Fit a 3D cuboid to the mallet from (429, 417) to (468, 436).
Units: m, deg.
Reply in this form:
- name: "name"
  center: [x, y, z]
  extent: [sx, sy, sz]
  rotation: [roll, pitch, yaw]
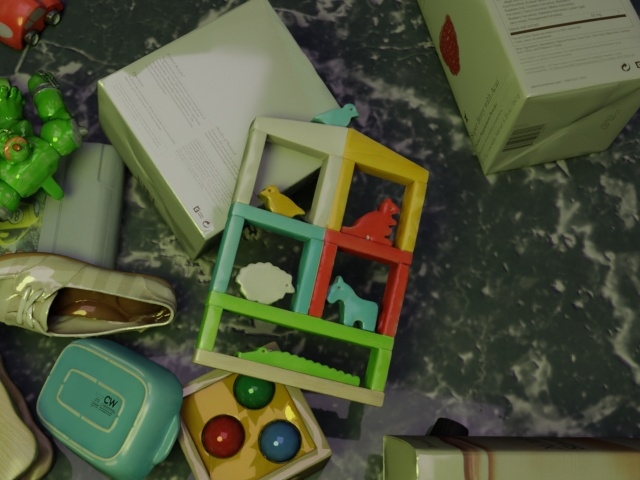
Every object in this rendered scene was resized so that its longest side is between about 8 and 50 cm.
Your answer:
- name: "mallet"
  center: [0.189, 0.259, 0.813]
  extent: [0.189, 0.039, 0.062]
  rotation: [34, 68, 6]

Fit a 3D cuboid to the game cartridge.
- name: "game cartridge"
  center: [-0.374, -0.021, 0.880]
  extent: [0.294, 0.060, 0.196]
  rotation: [2, 70, -4]

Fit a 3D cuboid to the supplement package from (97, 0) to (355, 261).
- name: "supplement package"
  center: [-0.105, -0.119, 0.870]
  extent: [0.203, 0.149, 0.194]
  rotation: [-34, 90, -18]

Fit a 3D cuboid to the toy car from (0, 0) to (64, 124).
- name: "toy car"
  center: [-0.410, -0.211, 0.960]
  extent: [0.239, 0.053, 0.225]
  rotation: [-22, 69, -14]

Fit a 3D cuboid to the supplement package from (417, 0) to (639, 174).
- name: "supplement package"
  center: [0.254, -0.260, 0.973]
  extent: [0.175, 0.177, 0.293]
  rotation: [-12, 67, -10]

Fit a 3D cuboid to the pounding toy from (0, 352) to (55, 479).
- name: "pounding toy"
  center: [-0.381, 0.153, 0.739]
  extent: [0.154, 0.155, 0.269]
  rotation: [-33, 75, -15]

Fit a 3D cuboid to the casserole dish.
- name: "casserole dish"
  center: [-0.214, 0.159, 0.770]
  extent: [0.188, 0.037, 0.114]
  rotation: [18, 78, 36]

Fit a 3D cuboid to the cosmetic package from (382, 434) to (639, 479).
- name: "cosmetic package"
  center: [0.214, 0.249, 0.727]
  extent: [0.296, 0.153, 0.129]
  rotation: [2, 82, -8]

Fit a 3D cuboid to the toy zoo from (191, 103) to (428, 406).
- name: "toy zoo"
  center: [0.000, 0.000, 0.785]
  extent: [0.192, 0.030, 0.293]
  rotation: [17, 77, -14]

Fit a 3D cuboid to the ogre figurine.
- name: "ogre figurine"
  center: [-0.330, -0.093, 0.842]
  extent: [0.118, 0.097, 0.197]
  rotation: [28, 50, 27]

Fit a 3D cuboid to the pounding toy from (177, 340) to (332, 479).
- name: "pounding toy"
  center: [-0.080, 0.234, 0.766]
  extent: [0.181, 0.094, 0.206]
  rotation: [-24, 70, -15]

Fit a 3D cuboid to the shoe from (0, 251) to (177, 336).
- name: "shoe"
  center: [-0.254, 0.059, 0.809]
  extent: [0.219, 0.077, 0.058]
  rotation: [5, 20, -19]
